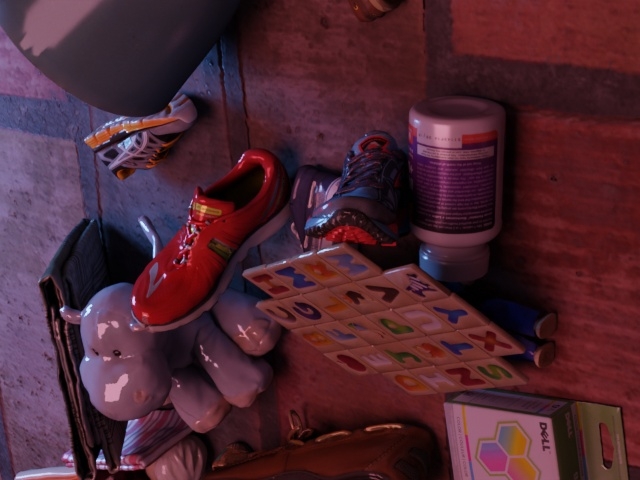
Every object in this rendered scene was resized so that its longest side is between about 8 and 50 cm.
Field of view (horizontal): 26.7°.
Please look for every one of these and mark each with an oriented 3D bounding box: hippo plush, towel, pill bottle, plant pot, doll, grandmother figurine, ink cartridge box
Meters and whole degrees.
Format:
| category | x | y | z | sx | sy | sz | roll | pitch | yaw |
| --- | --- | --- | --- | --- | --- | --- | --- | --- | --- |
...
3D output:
| category | x | y | z | sx | sy | sz | roll | pitch | yaw |
| --- | --- | --- | --- | --- | --- | --- | --- | --- | --- |
| hippo plush | -0.196 | 0.124 | 1.784 | 0.234 | 0.236 | 0.294 | 4 | 95 | 22 |
| towel | -0.323 | 0.149 | 1.936 | 0.056 | 0.324 | 0.312 | -7 | 106 | 3 |
| pill bottle | 0.152 | -0.057 | 1.518 | 0.108 | 0.108 | 0.194 | 16 | 117 | 37 |
| towel | -0.282 | 0.295 | 2.030 | 0.197 | 0.144 | 0.029 | -7 | 112 | 42 |
| plant pot | -0.221 | -0.336 | 1.631 | 0.235 | 0.293 | 0.293 | -41 | 78 | 29 |
| doll | 0.186 | 0.100 | 1.597 | 0.189 | 0.046 | 0.129 | 17 | 117 | 36 |
| grandmother figurine | -0.325 | 0.368 | 2.071 | 0.342 | 0.208 | 0.104 | -18 | 109 | 23 |
| ink cartridge box | 0.251 | 0.242 | 1.585 | 0.209 | 0.062 | 0.109 | 3 | 109 | 41 |

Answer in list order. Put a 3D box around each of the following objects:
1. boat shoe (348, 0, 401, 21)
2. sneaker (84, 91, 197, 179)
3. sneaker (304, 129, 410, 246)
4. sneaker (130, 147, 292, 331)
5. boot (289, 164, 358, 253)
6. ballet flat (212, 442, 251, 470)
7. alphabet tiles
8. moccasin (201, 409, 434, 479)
| category | x | y | z | sx | sy | sz | roll | pitch | yaw |
| --- | --- | --- | --- | --- | --- | --- | --- | --- | --- |
| boat shoe | 0.025 | -0.332 | 1.550 | 0.060 | 0.064 | 0.178 | -30 | 88 | 43 |
| sneaker | -0.235 | -0.142 | 1.862 | 0.215 | 0.084 | 0.083 | -13 | 112 | 48 |
| sneaker | 0.046 | -0.062 | 1.519 | 0.104 | 0.262 | 0.125 | 4 | 96 | 9 |
| sneaker | -0.147 | -0.011 | 1.688 | 0.107 | 0.279 | 0.118 | 29 | 156 | 27 |
| boot | 0.000 | 0.000 | 1.718 | 0.086 | 0.069 | 0.190 | 27 | 116 | 40 |
| ballet flat | -0.107 | 0.399 | 1.971 | 0.073 | 0.067 | 0.206 | -23 | 91 | 45 |
| alphabet tiles | 0.072 | 0.100 | 1.579 | 0.285 | 0.011 | 0.342 | 36 | 154 | -21 |
| moccasin | -0.012 | 0.313 | 1.810 | 0.380 | 0.147 | 0.139 | -25 | 110 | 41 |
